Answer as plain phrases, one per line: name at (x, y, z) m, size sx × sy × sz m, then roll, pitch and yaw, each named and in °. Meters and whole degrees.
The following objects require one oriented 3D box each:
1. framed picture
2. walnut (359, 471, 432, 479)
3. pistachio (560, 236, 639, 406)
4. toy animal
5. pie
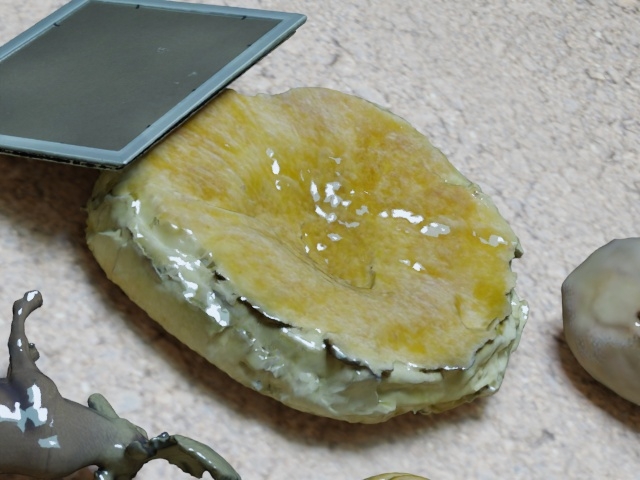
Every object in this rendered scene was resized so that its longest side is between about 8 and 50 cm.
framed picture at (-0.162, -0.122, 1.349) m, size 0.217 × 0.017 × 0.274 m, roll 10°, pitch 32°, yaw 28°
walnut at (0.038, 0.194, 1.115) m, size 0.124 × 0.105 × 0.105 m, roll -20°, pitch 56°, yaw -24°
pistachio at (0.284, 0.076, 1.364) m, size 0.223 × 0.126 × 0.152 m, roll 26°, pitch 3°, yaw -1°
toy animal at (-0.168, 0.122, 1.097) m, size 0.214 × 0.093 × 0.186 m, roll -6°, pitch 44°, yaw -24°
pie at (0.000, 0.000, 1.321) m, size 0.340 × 0.083 × 0.339 m, roll 15°, pitch 37°, yaw -12°
